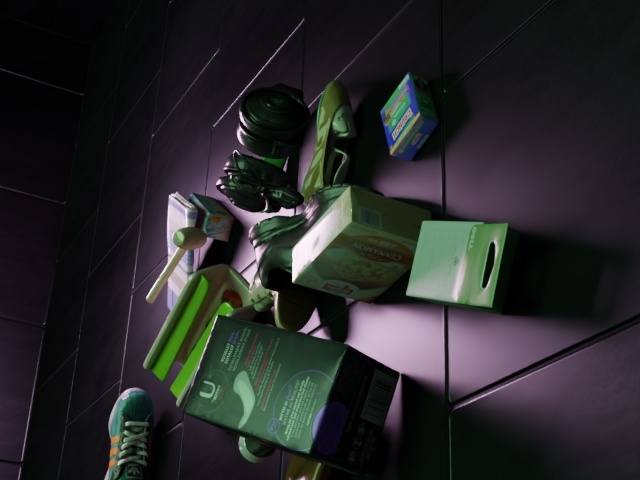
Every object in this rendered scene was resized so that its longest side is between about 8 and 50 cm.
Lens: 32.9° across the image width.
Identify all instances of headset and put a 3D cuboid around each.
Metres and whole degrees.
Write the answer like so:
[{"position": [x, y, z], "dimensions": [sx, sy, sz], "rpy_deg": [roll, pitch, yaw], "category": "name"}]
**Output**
[{"position": [-0.082, -0.148, 1.993], "dimensions": [0.394, 0.185, 0.243], "rpy_deg": [-56, -14, -71], "category": "headset"}]

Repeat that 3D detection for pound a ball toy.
[{"position": [-0.243, 0.145, 2.172], "dimensions": [0.208, 0.135, 0.319], "rpy_deg": [44, 122, 23], "category": "pound a ball toy"}]

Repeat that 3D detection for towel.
[{"position": [-0.312, 0.043, 2.458], "dimensions": [0.209, 0.034, 0.285], "rpy_deg": [-150, 60, -67], "category": "towel"}]

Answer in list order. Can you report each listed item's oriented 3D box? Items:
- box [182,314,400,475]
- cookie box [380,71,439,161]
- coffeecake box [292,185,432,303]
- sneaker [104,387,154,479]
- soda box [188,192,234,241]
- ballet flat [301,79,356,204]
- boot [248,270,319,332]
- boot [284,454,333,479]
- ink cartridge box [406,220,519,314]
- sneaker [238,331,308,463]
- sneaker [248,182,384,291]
[{"position": [-0.045, 0.225, 1.596], "dimensions": [0.270, 0.143, 0.165], "rpy_deg": [9, 74, 42], "category": "box"}, {"position": [0.140, -0.195, 1.708], "dimensions": [0.092, 0.040, 0.107], "rpy_deg": [-54, 32, 37], "category": "cookie box"}, {"position": [0.061, 0.011, 1.629], "dimensions": [0.185, 0.142, 0.068], "rpy_deg": [-47, 36, 47], "category": "coffeecake box"}, {"position": [-0.423, 0.489, 2.438], "dimensions": [0.121, 0.108, 0.302], "rpy_deg": [-162, 80, -65], "category": "sneaker"}, {"position": [-0.251, -0.054, 2.436], "dimensions": [0.183, 0.063, 0.058], "rpy_deg": [40, 115, 65], "category": "soda box"}, {"position": [0.029, -0.169, 1.920], "dimensions": [0.073, 0.080, 0.232], "rpy_deg": [10, 87, 38], "category": "ballet flat"}, {"position": [-0.073, 0.097, 1.947], "dimensions": [0.165, 0.077, 0.213], "rpy_deg": [-44, 32, 47], "category": "boot"}, {"position": [-0.054, 0.382, 1.718], "dimensions": [0.264, 0.096, 0.281], "rpy_deg": [161, 126, -71], "category": "boot"}, {"position": [0.198, 0.034, 1.416], "dimensions": [0.209, 0.062, 0.109], "rpy_deg": [3, 79, 65], "category": "ink cartridge box"}, {"position": [-0.056, 0.249, 1.768], "dimensions": [0.234, 0.078, 0.106], "rpy_deg": [-66, 11, -27], "category": "sneaker"}, {"position": [0.000, 0.000, 1.792], "dimensions": [0.286, 0.109, 0.130], "rpy_deg": [-29, 56, 40], "category": "sneaker"}]
